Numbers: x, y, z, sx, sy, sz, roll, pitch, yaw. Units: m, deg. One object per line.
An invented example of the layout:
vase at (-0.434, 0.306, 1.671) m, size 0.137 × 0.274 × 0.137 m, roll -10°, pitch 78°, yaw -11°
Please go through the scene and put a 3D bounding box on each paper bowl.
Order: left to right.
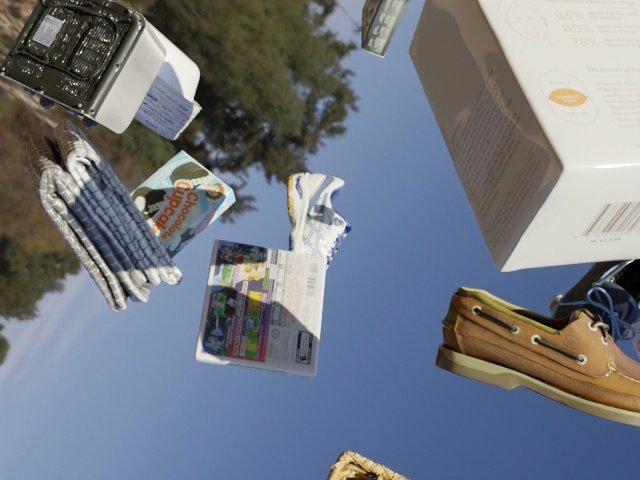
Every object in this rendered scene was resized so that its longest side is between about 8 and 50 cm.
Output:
paper bowl at (-0.347, -0.335, 1.475) m, size 0.148 × 0.284 × 0.284 m, roll -49°, pitch -162°, yaw 3°

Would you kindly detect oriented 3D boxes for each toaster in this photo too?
toaster at (-0.327, -0.261, 1.074) m, size 0.185 × 0.168 × 0.110 m, roll -63°, pitch 167°, yaw -6°

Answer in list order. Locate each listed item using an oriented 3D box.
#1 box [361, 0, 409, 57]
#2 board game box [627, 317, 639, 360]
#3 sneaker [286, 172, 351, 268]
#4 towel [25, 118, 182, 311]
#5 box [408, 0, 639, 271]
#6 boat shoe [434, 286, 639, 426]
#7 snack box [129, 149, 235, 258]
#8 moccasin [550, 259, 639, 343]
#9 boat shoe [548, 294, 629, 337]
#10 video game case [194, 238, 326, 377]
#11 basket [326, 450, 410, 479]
box at (0.138, -0.485, 1.451) m, size 0.175 × 0.051 × 0.220 m, roll -86°, pitch -163°, yaw -49°
board game box at (0.732, 0.227, 1.677) m, size 0.045 × 0.193 × 0.147 m, roll -25°, pitch 179°, yaw -4°
sneaker at (0.000, 0.000, 1.567) m, size 0.112 × 0.131 × 0.296 m, roll 93°, pitch -5°, yaw -78°
towel at (-0.365, -0.039, 1.254) m, size 0.121 × 0.283 × 0.235 m, roll -34°, pitch -151°, yaw -11°
box at (0.260, -0.158, 0.848) m, size 0.168 × 0.215 × 0.345 m, roll 107°, pitch -25°, yaw -52°
boat shoe at (0.286, 0.129, 0.864) m, size 0.111 × 0.308 × 0.104 m, roll 3°, pitch 100°, yaw -77°
snack box at (-0.384, -0.057, 1.853) m, size 0.322 × 0.187 × 0.060 m, roll -45°, pitch 156°, yaw -19°
moccasin at (0.533, 0.112, 1.442) m, size 0.342 × 0.138 × 0.117 m, roll -52°, pitch -168°, yaw -30°
boat shoe at (0.574, 0.178, 1.640) m, size 0.066 × 0.183 × 0.066 m, roll -76°, pitch -176°, yaw -55°
video game case at (-0.089, 0.103, 1.190) m, size 0.023 × 0.184 × 0.201 m, roll 115°, pitch -17°, yaw -60°
basket at (0.112, 0.511, 1.266) m, size 0.214 × 0.222 × 0.299 m, roll -7°, pitch -166°, yaw 20°
